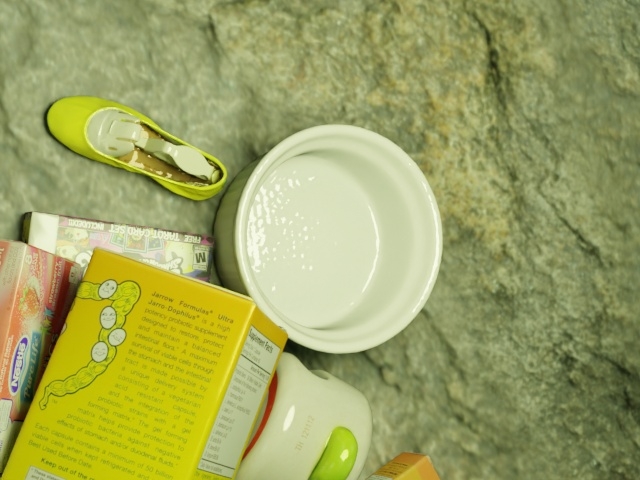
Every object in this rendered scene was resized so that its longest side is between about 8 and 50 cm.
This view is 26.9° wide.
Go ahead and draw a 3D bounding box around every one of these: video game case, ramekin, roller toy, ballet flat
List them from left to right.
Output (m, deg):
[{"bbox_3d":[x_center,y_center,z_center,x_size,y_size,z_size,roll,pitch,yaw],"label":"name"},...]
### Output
[{"bbox_3d":[-0.250,0.083,1.602,0.232,0.042,0.210,9,85,-24],"label":"video game case"},{"bbox_3d":[-0.212,-0.115,1.608,0.231,0.077,0.077,25,78,-22],"label":"ballet flat"},{"bbox_3d":[-0.046,0.240,1.609,0.146,0.209,0.191,30,36,-21],"label":"roller toy"},{"bbox_3d":[0.000,0.000,1.670,0.277,0.135,0.277,1,87,-25],"label":"ramekin"}]

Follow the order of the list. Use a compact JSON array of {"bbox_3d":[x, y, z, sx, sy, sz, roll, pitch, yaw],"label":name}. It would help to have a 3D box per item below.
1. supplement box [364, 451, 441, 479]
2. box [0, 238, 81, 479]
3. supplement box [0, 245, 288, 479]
[{"bbox_3d":[0.051,0.365,1.710,0.233,0.080,0.078,-32,100,-24],"label":"supplement box"},{"bbox_3d":[-0.380,0.148,1.451,0.142,0.154,0.300,9,83,14],"label":"box"},{"bbox_3d":[-0.198,0.217,1.454,0.195,0.194,0.356,18,79,13],"label":"supplement box"}]
